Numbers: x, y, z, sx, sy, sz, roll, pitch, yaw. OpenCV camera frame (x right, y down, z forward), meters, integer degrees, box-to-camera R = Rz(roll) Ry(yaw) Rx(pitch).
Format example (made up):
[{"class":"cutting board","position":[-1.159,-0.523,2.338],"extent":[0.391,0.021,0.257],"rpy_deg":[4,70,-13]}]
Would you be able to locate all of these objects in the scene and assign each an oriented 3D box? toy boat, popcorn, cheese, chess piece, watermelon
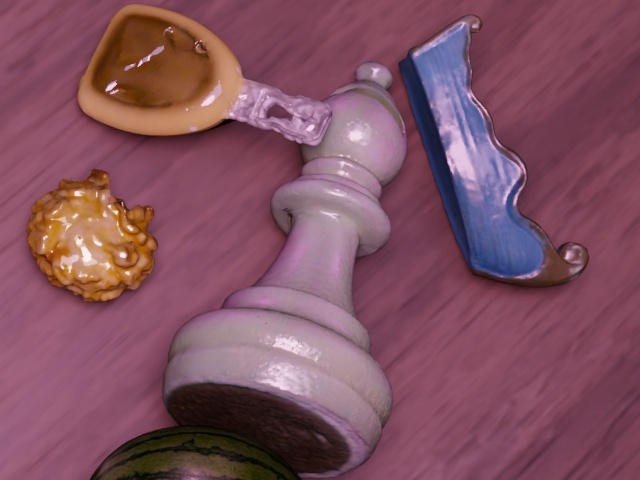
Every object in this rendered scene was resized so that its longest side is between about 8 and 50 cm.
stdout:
[{"class":"toy boat","position":[0.114,-0.055,1.247],"extent":[0.077,0.075,0.185],"rpy_deg":[-17,83,-8]},{"class":"popcorn","position":[-0.142,-0.003,1.188],"extent":[0.082,0.057,0.083],"rpy_deg":[5,79,-5]},{"class":"cheese","position":[-0.069,-0.093,1.205],"extent":[0.162,0.036,0.086],"rpy_deg":[20,70,18]},{"class":"chess piece","position":[0.000,0.000,1.195],"extent":[0.139,0.139,0.271],"rpy_deg":[20,62,-7]},{"class":"watermelon","position":[-0.092,0.176,1.113],"extent":[0.187,0.140,0.140],"rpy_deg":[8,75,-6]}]
